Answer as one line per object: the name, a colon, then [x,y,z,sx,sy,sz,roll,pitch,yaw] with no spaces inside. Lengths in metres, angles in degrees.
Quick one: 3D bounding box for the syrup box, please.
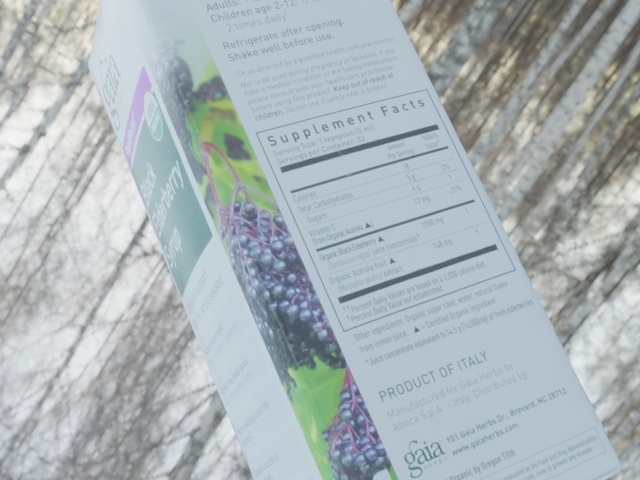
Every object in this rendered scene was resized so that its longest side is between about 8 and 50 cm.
syrup box: [0.000,0.000,0.396,0.096,0.093,0.237,-19,-105,-24]
